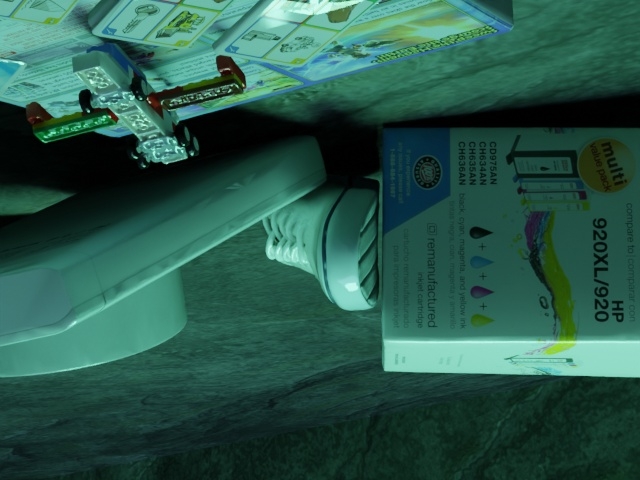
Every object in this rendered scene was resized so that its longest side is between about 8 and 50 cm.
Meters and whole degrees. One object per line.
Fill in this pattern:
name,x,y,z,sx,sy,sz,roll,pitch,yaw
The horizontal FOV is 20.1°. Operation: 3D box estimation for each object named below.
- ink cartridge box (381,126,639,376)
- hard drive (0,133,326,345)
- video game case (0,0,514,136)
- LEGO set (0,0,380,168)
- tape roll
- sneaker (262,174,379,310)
ink cartridge box,0.164,0.011,1.411,0.232,0.171,0.168,0,168,2
hard drive,-0.171,0.007,1.253,0.233,0.047,0.353,-13,-170,28
video game case,-0.073,-0.130,0.924,0.269,0.061,0.244,-13,165,28
LEGO set,-0.110,-0.093,0.870,0.182,0.060,0.244,6,154,-32
tape roll,-0.220,0.044,1.460,0.219,0.072,0.219,-6,-166,2
sneaker,0.000,0.000,1.393,0.091,0.094,0.258,0,-173,2
